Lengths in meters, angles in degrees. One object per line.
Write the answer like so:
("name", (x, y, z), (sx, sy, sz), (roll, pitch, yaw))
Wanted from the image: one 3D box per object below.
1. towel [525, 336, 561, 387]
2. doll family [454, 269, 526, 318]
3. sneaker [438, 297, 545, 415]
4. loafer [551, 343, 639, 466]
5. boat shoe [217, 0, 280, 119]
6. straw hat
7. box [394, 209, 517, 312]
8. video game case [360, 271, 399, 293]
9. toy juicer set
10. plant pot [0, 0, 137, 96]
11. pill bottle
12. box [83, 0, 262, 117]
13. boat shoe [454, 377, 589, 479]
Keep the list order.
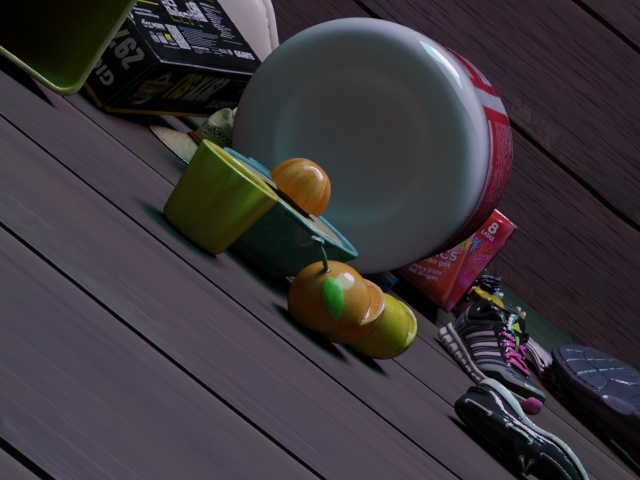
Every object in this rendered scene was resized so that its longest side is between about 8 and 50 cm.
("towel", (0.339, 0.196, 2.390), (0.197, 0.029, 0.144), (39, 4, -27))
("doll family", (0.199, 0.070, 2.265), (0.111, 0.076, 0.193), (32, 2, -20))
("sneaker", (0.181, 0.110, 1.746), (0.063, 0.075, 0.170), (36, 6, -32))
("loafer", (0.373, 0.223, 2.166), (0.109, 0.095, 0.302), (1, 20, -28))
("boat shoe", (-0.086, -0.192, 1.960), (0.324, 0.117, 0.097), (59, -14, -9))
("straw hat", (-0.092, -0.092, 1.673), (0.144, 0.061, 0.144), (39, 5, -4))
("box", (0.138, -0.003, 2.048), (0.123, 0.128, 0.257), (39, 1, 1))
("video game case", (0.030, 0.012, 1.874), (0.119, 0.015, 0.166), (40, 5, 4))
("toy juicer set", (0.000, 0.000, 1.364), (0.209, 0.089, 0.329), (39, 5, 2))
("plant pot", (-0.252, -0.263, 1.367), (0.212, 0.212, 0.187), (36, -7, -30))
("pill bottle", (0.068, -0.089, 1.710), (0.229, 0.229, 0.408), (40, 9, 8))
("box", (-0.190, -0.240, 1.664), (0.257, 0.079, 0.322), (53, 14, 7))
("boat shoe", (0.156, 0.160, 1.355), (0.125, 0.038, 0.046), (47, -34, 21))
